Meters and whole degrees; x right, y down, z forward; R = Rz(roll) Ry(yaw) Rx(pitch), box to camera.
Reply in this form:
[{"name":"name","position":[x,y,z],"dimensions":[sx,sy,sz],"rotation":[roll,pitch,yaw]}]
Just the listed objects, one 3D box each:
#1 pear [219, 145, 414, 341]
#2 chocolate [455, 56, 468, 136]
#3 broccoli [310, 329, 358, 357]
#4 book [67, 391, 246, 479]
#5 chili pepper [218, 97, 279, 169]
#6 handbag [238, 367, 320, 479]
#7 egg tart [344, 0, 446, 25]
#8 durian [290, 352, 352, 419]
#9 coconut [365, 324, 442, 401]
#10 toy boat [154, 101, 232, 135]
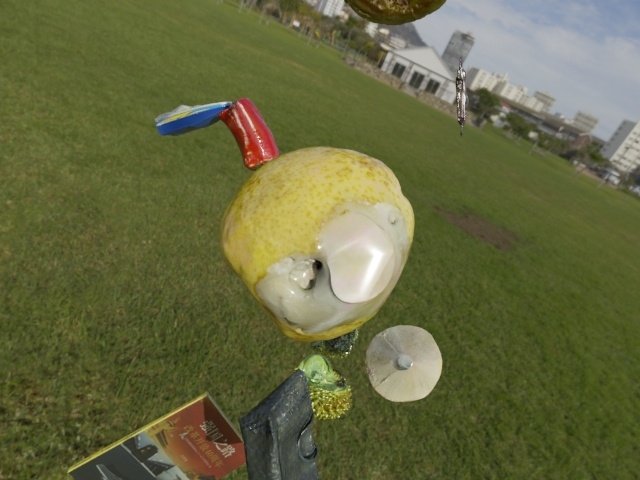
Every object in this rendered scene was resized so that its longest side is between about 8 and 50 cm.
[{"name":"pear","position":[0.000,0.000,0.571],"dimensions":[0.270,0.271,0.271],"rotation":[21,25,-10]},{"name":"chocolate","position":[0.347,-0.348,1.001],"dimensions":[0.028,0.183,0.086],"rotation":[-3,10,20]},{"name":"broccoli","position":[0.059,0.407,1.785],"dimensions":[0.180,0.272,0.243],"rotation":[50,51,-30]},{"name":"book","position":[-0.391,0.567,1.048],"dimensions":[0.263,0.373,0.028],"rotation":[64,-5,-25]},{"name":"chili pepper","position":[-0.208,-0.304,1.393],"dimensions":[0.131,0.134,0.339],"rotation":[-33,97,-57]},{"name":"handbag","position":[-0.066,0.412,0.817],"dimensions":[0.088,0.271,0.175],"rotation":[-2,6,34]},{"name":"egg tart","position":[0.169,-0.671,0.930],"dimensions":[0.340,0.341,0.132],"rotation":[24,58,-3]},{"name":"durian","position":[0.003,0.521,1.432],"dimensions":[0.200,0.177,0.236],"rotation":[-21,27,-28]},{"name":"coconut","position":[0.257,0.391,1.287],"dimensions":[0.239,0.239,0.244],"rotation":[35,-16,20]},{"name":"toy boat","position":[-0.435,-0.445,1.450],"dimensions":[0.294,0.088,0.129],"rotation":[-9,8,23]}]
